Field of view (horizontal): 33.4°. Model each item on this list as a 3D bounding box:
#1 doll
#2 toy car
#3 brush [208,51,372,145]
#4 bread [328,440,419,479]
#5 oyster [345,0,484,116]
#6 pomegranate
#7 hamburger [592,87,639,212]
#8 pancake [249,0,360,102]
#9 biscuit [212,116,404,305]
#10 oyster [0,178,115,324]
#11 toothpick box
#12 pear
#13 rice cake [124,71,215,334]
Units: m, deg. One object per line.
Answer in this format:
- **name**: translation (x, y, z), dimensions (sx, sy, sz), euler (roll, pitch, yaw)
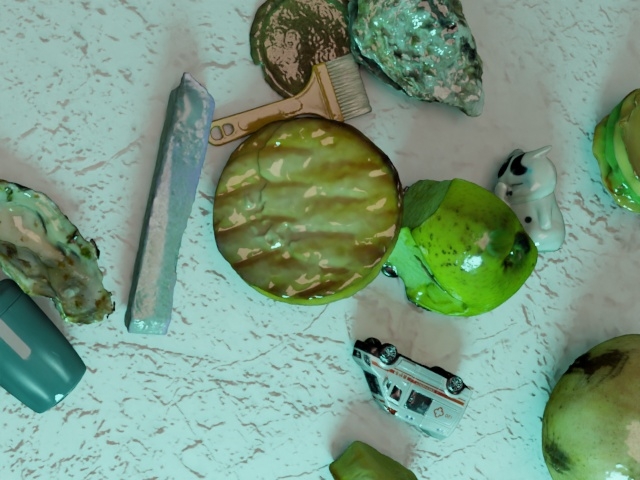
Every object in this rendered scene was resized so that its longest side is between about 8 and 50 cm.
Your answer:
- **doll**: translation (0.345, -0.061, 1.764), dimensions (0.107, 0.110, 0.180), euler (-16, 97, -36)
- **toy car**: translation (0.134, 0.235, 1.706), dimensions (0.210, 0.089, 0.108), euler (27, 87, -18)
- **brush**: translation (-0.055, -0.208, 1.685), dimensions (0.272, 0.013, 0.103), euler (-20, 102, -10)
- **bread**: translation (0.091, 0.391, 1.665), dimensions (0.156, 0.125, 0.086), euler (35, 100, -14)
- **oyster**: translation (0.166, -0.324, 1.712), dimensions (0.268, 0.112, 0.198), euler (21, 80, -22)
- **pomegranate**: translation (0.512, 0.309, 1.723), dimensions (0.322, 0.322, 0.322), euler (0, 89, -17)
- **hamburger**: translation (0.567, -0.144, 1.814), dimensions (0.237, 0.149, 0.237), euler (3, 79, -18)
- **pancake**: translation (-0.021, -0.317, 1.706), dimensions (0.199, 0.021, 0.199), euler (0, 90, -15)
- **biscuit**: translation (-0.019, -0.044, 1.628), dimensions (0.296, 0.102, 0.296), euler (-1, 76, 4)
- **oyster**: translation (-0.422, 0.019, 1.518), dimensions (0.294, 0.094, 0.166), euler (51, 31, -3)
- **toothpick box**: translation (-0.427, 0.156, 1.523), dimensions (0.120, 0.120, 0.184), euler (-44, 103, -13)
- **pear**: translation (0.229, 0.031, 1.655), dimensions (0.238, 0.255, 0.164), euler (46, 76, -16)
- **rice cake**: translation (-0.228, -0.052, 1.616), dimensions (0.070, 0.064, 0.399), euler (13, 85, -22)
